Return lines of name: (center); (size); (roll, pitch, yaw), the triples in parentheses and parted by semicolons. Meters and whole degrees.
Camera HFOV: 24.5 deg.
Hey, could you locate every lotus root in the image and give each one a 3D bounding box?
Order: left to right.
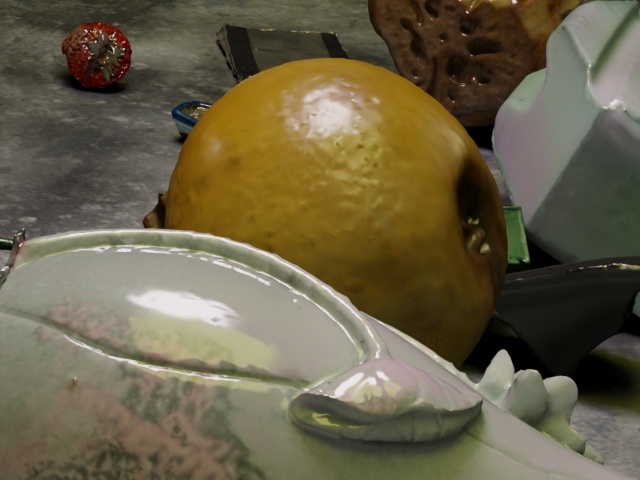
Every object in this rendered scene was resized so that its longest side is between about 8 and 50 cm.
lotus root: (0.210, -0.277, 1.737); (0.316, 0.316, 0.250); (18, 41, 26)

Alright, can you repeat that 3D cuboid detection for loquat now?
loquat: (0.000, 0.000, 1.089); (0.274, 0.275, 0.275); (5, 23, -2)

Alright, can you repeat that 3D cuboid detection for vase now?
vase: (0.025, 0.149, 0.798); (0.445, 0.250, 0.250); (16, 24, 10)

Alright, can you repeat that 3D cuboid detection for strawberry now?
strawberry: (-0.276, -0.227, 1.787); (0.083, 0.083, 0.096); (-6, 26, -26)

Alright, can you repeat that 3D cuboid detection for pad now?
pad: (-0.041, -0.242, 1.963); (0.174, 0.022, 0.233); (2, 24, -13)

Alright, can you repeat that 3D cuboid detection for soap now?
soap: (0.318, -0.103, 1.457); (0.261, 0.156, 0.446); (35, 27, 3)

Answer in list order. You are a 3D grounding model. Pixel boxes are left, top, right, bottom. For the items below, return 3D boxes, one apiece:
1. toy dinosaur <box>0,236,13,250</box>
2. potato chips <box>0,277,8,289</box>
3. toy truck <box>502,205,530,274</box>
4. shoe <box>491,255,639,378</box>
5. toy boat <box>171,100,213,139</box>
toy dinosaur: (-0.455, 0.036, 1.076); (0.447, 0.087, 0.301); (-4, 16, 10)
potato chips: (-0.283, 0.069, 1.100); (0.167, 0.059, 0.228); (0, 22, 0)
toy truck: (0.101, 0.013, 1.297); (0.147, 0.079, 0.065); (0, 64, -10)
shoe: (0.183, 0.069, 1.213); (0.241, 0.093, 0.108); (-9, 0, 20)
toy boat: (-0.056, -0.109, 1.608); (0.228, 0.046, 0.080); (16, 24, 21)
